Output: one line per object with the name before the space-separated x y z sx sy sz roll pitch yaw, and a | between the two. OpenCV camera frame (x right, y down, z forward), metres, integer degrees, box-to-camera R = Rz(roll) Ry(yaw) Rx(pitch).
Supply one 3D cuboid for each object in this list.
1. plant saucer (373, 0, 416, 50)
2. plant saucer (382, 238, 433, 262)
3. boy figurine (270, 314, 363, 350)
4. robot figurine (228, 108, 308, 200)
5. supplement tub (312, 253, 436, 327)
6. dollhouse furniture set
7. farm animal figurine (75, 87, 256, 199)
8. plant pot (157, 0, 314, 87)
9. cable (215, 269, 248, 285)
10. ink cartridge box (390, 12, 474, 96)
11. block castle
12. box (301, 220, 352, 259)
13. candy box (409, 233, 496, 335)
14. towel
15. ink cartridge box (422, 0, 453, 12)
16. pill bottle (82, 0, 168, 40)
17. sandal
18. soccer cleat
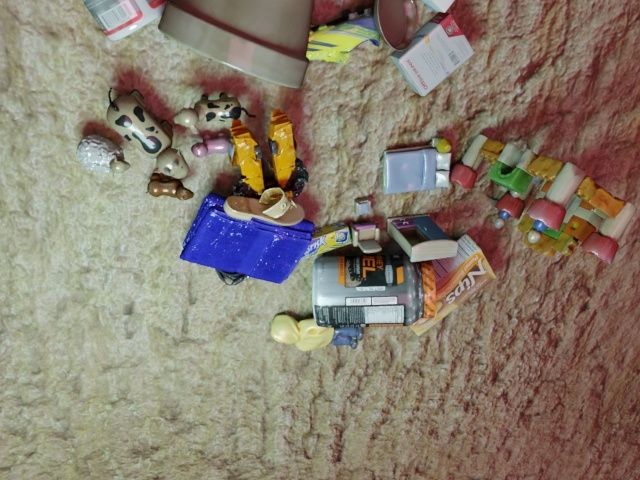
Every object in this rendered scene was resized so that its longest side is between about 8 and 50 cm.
plant saucer | 0.180 -0.553 1.455 0.168 0.029 0.168 -9 102 -48
plant saucer | 0.286 0.061 1.831 0.195 0.037 0.194 -6 117 -12
boy figurine | -0.018 0.286 1.822 0.285 0.092 0.177 5 140 -15
robot figurine | -0.137 -0.191 1.505 0.211 0.085 0.291 -17 147 -11
supplement tub | 0.151 0.144 1.688 0.338 0.207 0.207 -2 117 4
dollhouse furniture set | 0.242 -0.120 1.635 0.287 0.198 0.303 -7 117 -13
farm animal figurine | -0.365 -0.244 1.407 0.327 0.172 0.330 28 105 -26
plant pot | -0.141 -0.513 1.231 0.323 0.323 0.280 15 110 -22
cable | -0.234 0.037 1.658 0.151 0.047 0.184 -20 118 -4
ink cartridge box | 0.289 -0.484 1.538 0.175 0.072 0.127 -40 120 5
block castle | 0.572 -0.101 1.602 0.303 0.453 0.212 25 99 -27
box | 0.000 0.000 1.702 0.169 0.059 0.054 -19 117 -7
candy box | 0.379 0.144 1.848 0.316 0.087 0.183 -39 137 4
towel | -0.192 0.008 1.569 0.308 0.076 0.227 16 122 -25
ink cartridge box | 0.266 -0.642 1.442 0.143 0.092 0.090 32 104 -26
pill bottle | -0.452 -0.578 1.221 0.161 0.161 0.283 -30 120 0
sandal | -0.120 -0.095 1.486 0.240 0.088 0.079 1 141 -37
soccer cleat | 0.016 -0.479 1.450 0.289 0.093 0.121 -21 122 -6
